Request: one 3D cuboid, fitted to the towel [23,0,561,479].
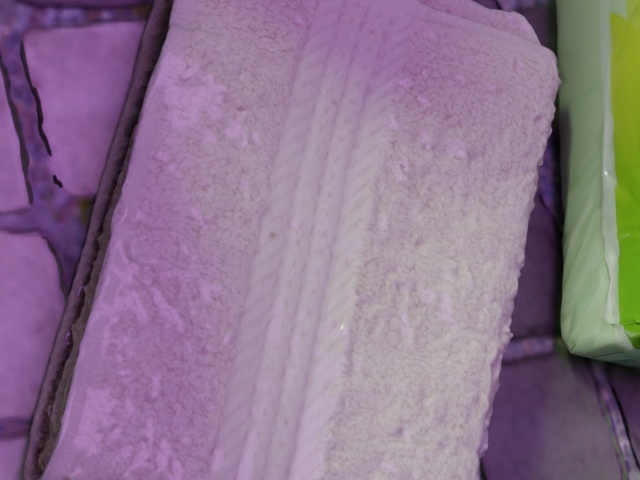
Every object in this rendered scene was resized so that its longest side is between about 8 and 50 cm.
[{"bbox_3d":[0.000,0.000,0.811,0.187,0.049,0.282,23,63,-21],"label":"towel"}]

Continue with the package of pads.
[{"bbox_3d":[0.227,-0.070,0.939,0.229,0.101,0.296,12,68,-25],"label":"package of pads"}]
